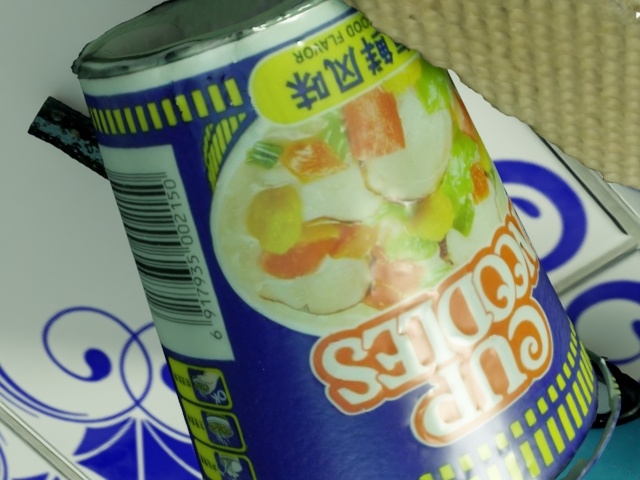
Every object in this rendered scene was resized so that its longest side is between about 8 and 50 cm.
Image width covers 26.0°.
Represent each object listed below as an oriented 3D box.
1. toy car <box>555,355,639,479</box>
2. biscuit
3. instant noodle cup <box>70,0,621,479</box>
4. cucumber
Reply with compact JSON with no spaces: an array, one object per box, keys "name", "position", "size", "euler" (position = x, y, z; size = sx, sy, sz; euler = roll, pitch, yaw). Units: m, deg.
[{"name":"toy car","position":[0.220,0.205,0.938],"size":[0.255,0.190,0.188],"euler":[14,125,6]},{"name":"biscuit","position":[0.051,-0.155,0.649],"size":[0.426,0.078,0.144],"euler":[31,154,-25]},{"name":"instant noodle cup","position":[0.000,0.000,0.826],"size":[0.284,0.284,0.312],"euler":[-14,111,20]},{"name":"cucumber","position":[-0.134,-0.052,0.942],"size":[0.133,0.032,0.032],"euler":[31,124,-7]}]
